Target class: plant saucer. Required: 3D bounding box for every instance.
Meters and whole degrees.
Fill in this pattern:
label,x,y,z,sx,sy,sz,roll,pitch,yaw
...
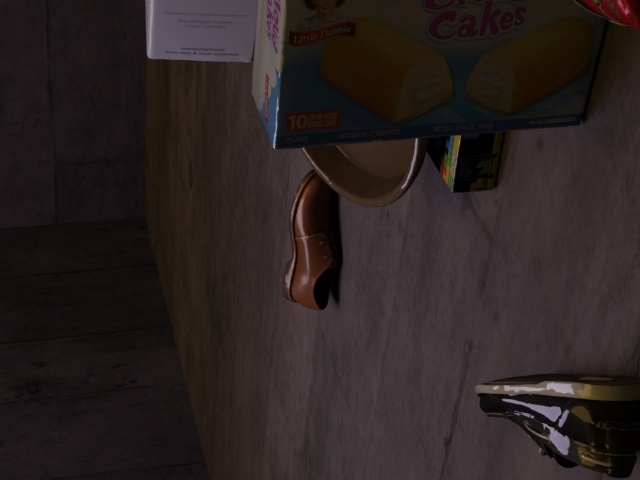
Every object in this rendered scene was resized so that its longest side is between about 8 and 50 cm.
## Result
label,x,y,z,sx,sy,sz,roll,pitch,yaw
plant saucer,0.030,-0.170,1.336,0.278,0.041,0.278,40,141,42

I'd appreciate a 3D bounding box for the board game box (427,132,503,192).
label,x,y,z,sx,sy,sz,roll,pitch,yaw
board game box,0.136,-0.154,1.263,0.141,0.048,0.170,-117,26,-52

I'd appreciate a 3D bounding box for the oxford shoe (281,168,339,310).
label,x,y,z,sx,sy,sz,roll,pitch,yaw
oxford shoe,0.000,0.000,1.836,0.076,0.076,0.212,26,123,38

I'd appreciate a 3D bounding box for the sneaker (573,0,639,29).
label,x,y,z,sx,sy,sz,roll,pitch,yaw
sneaker,0.227,-0.264,0.834,0.118,0.107,0.279,46,146,39

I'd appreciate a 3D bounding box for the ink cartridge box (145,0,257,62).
label,x,y,z,sx,sy,sz,roll,pitch,yaw
ink cartridge box,-0.123,-0.374,1.390,0.307,0.129,0.223,104,164,-56

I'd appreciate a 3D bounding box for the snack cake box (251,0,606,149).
label,x,y,z,sx,sy,sz,roll,pitch,yaw
snack cake box,0.085,-0.166,1.021,0.089,0.264,0.152,-112,22,-48

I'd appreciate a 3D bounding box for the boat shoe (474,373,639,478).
label,x,y,z,sx,sy,sz,roll,pitch,yaw
boat shoe,0.191,0.149,1.081,0.233,0.084,0.079,172,94,-72
